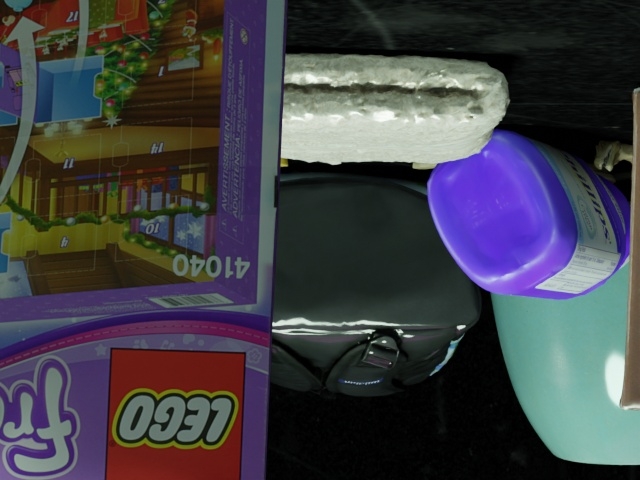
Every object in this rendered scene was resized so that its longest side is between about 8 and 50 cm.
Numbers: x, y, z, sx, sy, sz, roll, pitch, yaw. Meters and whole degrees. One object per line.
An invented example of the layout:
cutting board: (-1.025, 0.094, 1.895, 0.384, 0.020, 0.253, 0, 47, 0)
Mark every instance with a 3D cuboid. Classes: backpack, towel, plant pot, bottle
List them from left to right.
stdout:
towel: (-0.037, -0.074, 0.981, 0.282, 0.049, 0.187, 2, 178, 2)
backpack: (0.014, 0.045, 1.679, 0.290, 0.273, 0.355, 0, 155, 6)
bottle: (0.176, -0.013, 1.315, 0.092, 0.118, 0.283, -33, 163, 20)
plant pot: (0.298, 0.080, 1.604, 0.293, 0.235, 0.293, -3, -179, 0)

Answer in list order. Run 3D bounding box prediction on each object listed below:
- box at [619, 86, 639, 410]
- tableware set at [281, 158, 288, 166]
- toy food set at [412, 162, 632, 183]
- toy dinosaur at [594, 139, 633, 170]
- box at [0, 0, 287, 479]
box: (0.369, 0.011, 0.961, 0.381, 0.191, 0.143, 2, 178, 23)
tableware set: (-0.099, -0.071, 1.336, 0.154, 0.024, 0.104, 2, 178, -11)
toy food set: (0.187, -0.045, 1.476, 0.192, 0.039, 0.132, 4, 177, -26)
toy dinosaur: (0.264, -0.053, 1.314, 0.092, 0.053, 0.183, 18, 177, 28)
box: (-0.158, -0.025, 0.499, 0.293, 0.201, 0.057, 3, 177, -7)
